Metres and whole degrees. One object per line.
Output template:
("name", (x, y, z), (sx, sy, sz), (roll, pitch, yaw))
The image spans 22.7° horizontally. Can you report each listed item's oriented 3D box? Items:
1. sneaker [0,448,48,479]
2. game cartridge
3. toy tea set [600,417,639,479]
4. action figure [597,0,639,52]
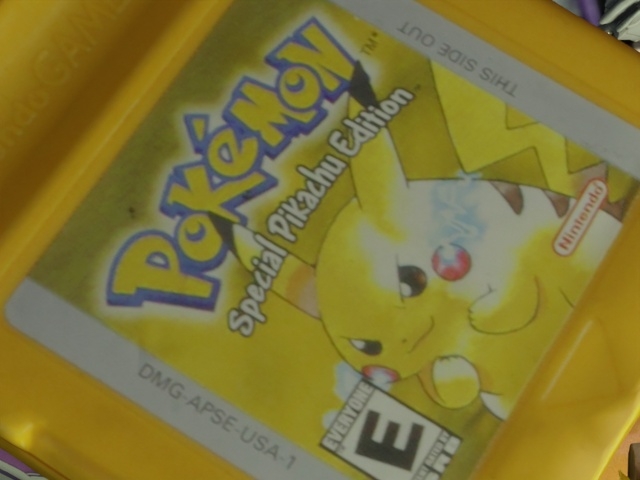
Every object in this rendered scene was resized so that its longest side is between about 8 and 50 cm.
("sneaker", (-0.050, 0.069, 0.691), (0.282, 0.161, 0.102), (30, 59, -28))
("game cartridge", (-0.013, -0.012, 0.646), (0.324, 0.052, 0.285), (32, 70, 6))
("toy tea set", (0.093, 0.145, 0.772), (0.336, 0.124, 0.200), (-92, 178, -67))
("action figure", (0.263, -0.145, 1.081), (0.185, 0.099, 0.285), (36, 58, -37))
